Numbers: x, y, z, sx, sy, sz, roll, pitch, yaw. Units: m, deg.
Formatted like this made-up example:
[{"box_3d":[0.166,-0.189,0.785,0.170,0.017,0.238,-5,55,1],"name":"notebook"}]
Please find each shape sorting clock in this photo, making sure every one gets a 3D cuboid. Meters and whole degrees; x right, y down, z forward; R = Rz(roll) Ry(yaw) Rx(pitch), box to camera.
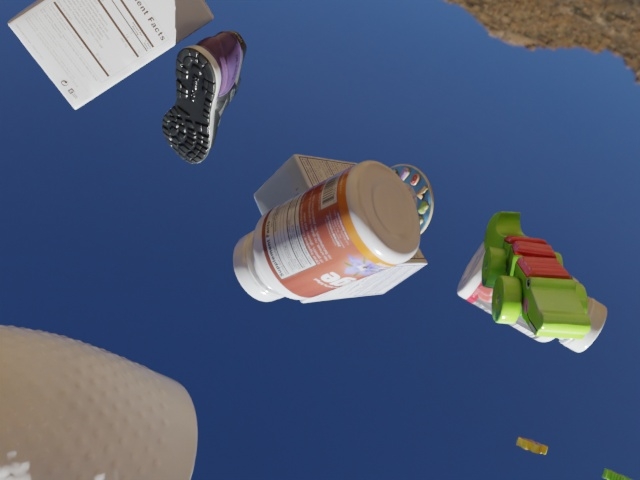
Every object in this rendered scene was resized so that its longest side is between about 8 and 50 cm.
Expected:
[{"box_3d":[0.215,-0.100,1.788,0.040,0.206,0.206,-7,-134,-41],"name":"shape sorting clock"}]

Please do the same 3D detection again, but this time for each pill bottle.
[{"box_3d":[0.000,0.000,0.792,0.121,0.216,0.121,26,-128,-39],"name":"pill bottle"},{"box_3d":[0.505,0.132,1.605,0.318,0.176,0.176,30,-144,5],"name":"pill bottle"}]

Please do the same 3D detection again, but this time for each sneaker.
[{"box_3d":[-0.192,-0.248,1.193,0.107,0.283,0.124,41,-126,4],"name":"sneaker"}]

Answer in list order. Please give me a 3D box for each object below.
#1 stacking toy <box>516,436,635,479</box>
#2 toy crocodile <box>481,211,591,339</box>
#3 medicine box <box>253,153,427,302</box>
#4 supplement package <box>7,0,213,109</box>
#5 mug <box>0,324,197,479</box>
[{"box_3d":[0.451,0.484,1.248,0.221,0.167,0.052,13,174,41],"name":"stacking toy"},{"box_3d":[0.302,0.047,0.962,0.115,0.105,0.340,6,-162,4],"name":"toy crocodile"},{"box_3d":[0.045,-0.024,1.419,0.289,0.149,0.264,1,-123,-50],"name":"medicine box"},{"box_3d":[-0.366,-0.399,1.191,0.293,0.175,0.177,-34,-152,-1],"name":"supplement package"},{"box_3d":[-0.359,0.281,0.810,0.328,0.276,0.374,35,-156,-37],"name":"mug"}]
